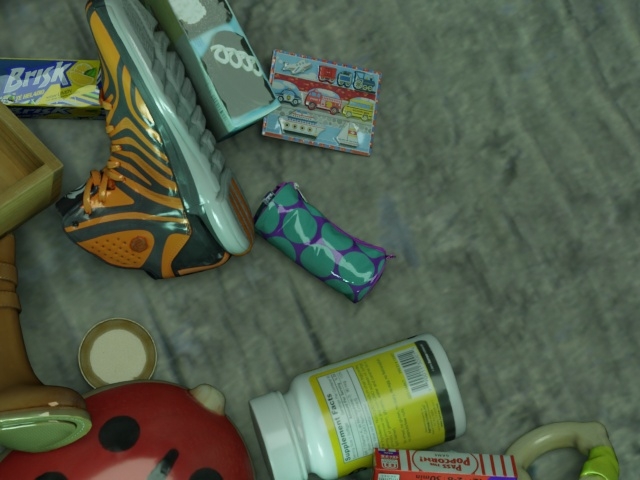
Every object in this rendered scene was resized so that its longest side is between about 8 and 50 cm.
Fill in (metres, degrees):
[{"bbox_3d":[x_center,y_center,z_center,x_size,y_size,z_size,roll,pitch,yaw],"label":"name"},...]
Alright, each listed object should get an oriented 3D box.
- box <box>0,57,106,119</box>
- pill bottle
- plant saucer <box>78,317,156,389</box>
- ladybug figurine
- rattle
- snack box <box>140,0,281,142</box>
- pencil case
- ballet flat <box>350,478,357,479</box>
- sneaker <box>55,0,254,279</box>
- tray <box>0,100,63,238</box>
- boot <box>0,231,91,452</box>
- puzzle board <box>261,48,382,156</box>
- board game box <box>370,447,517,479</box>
[{"bbox_3d":[-0.279,-0.163,1.970,0.169,0.059,0.054,1,79,-5],"label":"box"},{"bbox_3d":[0.037,0.181,1.918,0.208,0.119,0.119,-17,84,-7],"label":"pill bottle"},{"bbox_3d":[-0.217,0.125,1.956,0.083,0.015,0.083,1,81,-5],"label":"plant saucer"},{"bbox_3d":[-0.231,0.335,1.850,0.305,0.162,0.449,30,80,0],"label":"ladybug figurine"},{"bbox_3d":[0.230,0.279,1.967,0.200,0.143,0.130,-22,51,7],"label":"rattle"},{"bbox_3d":[-0.150,-0.262,1.912,0.060,0.187,0.322,-28,93,-9],"label":"snack box"},{"bbox_3d":[0.000,0.000,1.969,0.152,0.064,0.070,36,95,0],"label":"pencil case"},{"bbox_3d":[-0.030,0.387,1.863,0.106,0.107,0.316,12,97,9],"label":"ballet flat"},{"bbox_3d":[-0.208,-0.093,1.887,0.180,0.124,0.321,-20,109,12],"label":"sneaker"},{"bbox_3d":[-0.475,-0.143,1.873,0.203,0.076,0.411,-37,72,-28],"label":"tray"},{"bbox_3d":[-0.323,0.099,1.849,0.109,0.283,0.220,25,67,-39],"label":"boot"},{"bbox_3d":[0.003,-0.150,2.003,0.128,0.011,0.096,10,80,-18],"label":"puzzle board"},{"bbox_3d":[0.119,0.310,1.894,0.147,0.045,0.193,3,115,-2],"label":"board game box"}]
